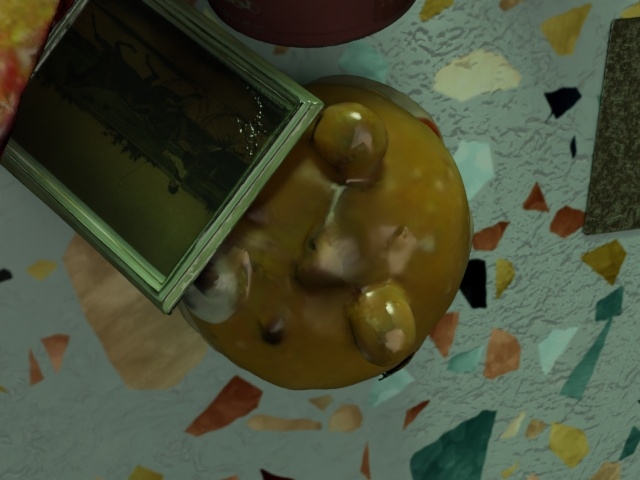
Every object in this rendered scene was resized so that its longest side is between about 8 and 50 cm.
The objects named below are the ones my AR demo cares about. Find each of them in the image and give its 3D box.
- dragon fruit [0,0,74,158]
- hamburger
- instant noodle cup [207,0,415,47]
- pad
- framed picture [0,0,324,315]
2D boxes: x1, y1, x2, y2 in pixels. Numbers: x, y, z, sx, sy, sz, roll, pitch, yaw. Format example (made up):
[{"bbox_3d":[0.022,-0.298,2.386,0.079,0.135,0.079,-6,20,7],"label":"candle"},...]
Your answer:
[{"bbox_3d":[-0.281,-0.140,0.740,0.249,0.386,0.371,20,103,-17],"label":"dragon fruit"},{"bbox_3d":[0.000,0.000,0.954,0.276,0.237,0.276,0,96,-3],"label":"hamburger"},{"bbox_3d":[-0.010,-0.268,0.872,0.235,0.235,0.178,-22,142,-14],"label":"instant noodle cup"},{"bbox_3d":[0.357,-0.122,1.229,0.158,0.003,0.235,-7,113,-22],"label":"pad"},{"bbox_3d":[-0.143,-0.093,0.895,0.197,0.252,0.014,-53,154,4],"label":"framed picture"}]
